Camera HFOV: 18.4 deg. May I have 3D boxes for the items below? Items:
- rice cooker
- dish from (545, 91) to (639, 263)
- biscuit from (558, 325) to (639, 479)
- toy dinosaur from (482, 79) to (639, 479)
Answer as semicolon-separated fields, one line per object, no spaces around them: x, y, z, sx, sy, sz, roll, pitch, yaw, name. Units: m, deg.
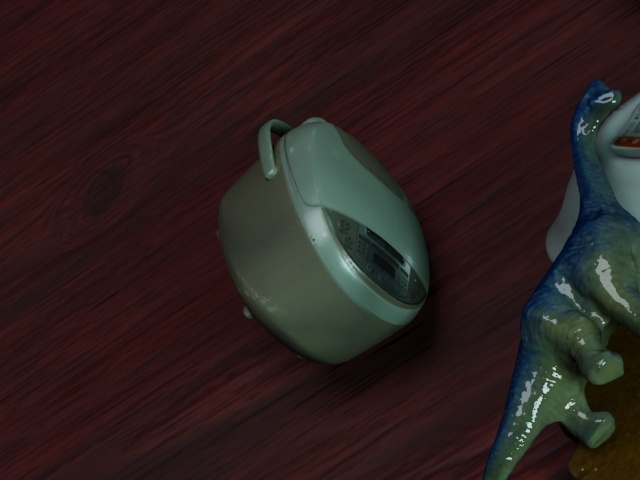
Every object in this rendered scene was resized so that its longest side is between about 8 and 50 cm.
0.000;0.000;1.445;0.127;0.145;0.206;-42;32;13;rice cooker
0.244;-0.057;1.317;0.229;0.081;0.229;-23;29;13;dish
0.232;0.088;1.238;0.182;0.034;0.215;-28;34;12;biscuit
0.145;0.033;1.245;0.248;0.075;0.188;-49;47;8;toy dinosaur
